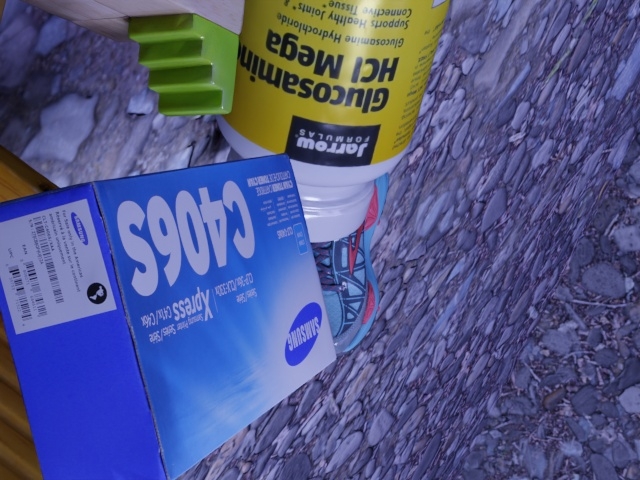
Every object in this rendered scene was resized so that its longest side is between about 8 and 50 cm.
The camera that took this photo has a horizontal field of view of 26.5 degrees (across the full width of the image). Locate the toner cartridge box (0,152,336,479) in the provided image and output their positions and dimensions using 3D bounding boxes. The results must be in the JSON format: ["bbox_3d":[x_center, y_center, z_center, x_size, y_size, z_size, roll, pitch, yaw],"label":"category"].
[{"bbox_3d":[-0.084,0.037,0.868,0.348,0.075,0.165,-24,102,-74],"label":"toner cartridge box"}]

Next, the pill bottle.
[{"bbox_3d":[0.008,-0.171,1.215,0.188,0.188,0.334,-34,146,-46],"label":"pill bottle"}]

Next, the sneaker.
[{"bbox_3d":[0.000,0.000,1.484,0.125,0.104,0.261,42,48,-55],"label":"sneaker"}]

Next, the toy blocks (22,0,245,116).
[{"bbox_3d":[-0.138,-0.283,0.738,0.261,0.191,0.381,17,77,-57],"label":"toy blocks"}]

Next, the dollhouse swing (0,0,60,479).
[{"bbox_3d":[-0.189,-0.013,0.788,0.305,0.315,0.347,-55,177,18],"label":"dollhouse swing"}]
